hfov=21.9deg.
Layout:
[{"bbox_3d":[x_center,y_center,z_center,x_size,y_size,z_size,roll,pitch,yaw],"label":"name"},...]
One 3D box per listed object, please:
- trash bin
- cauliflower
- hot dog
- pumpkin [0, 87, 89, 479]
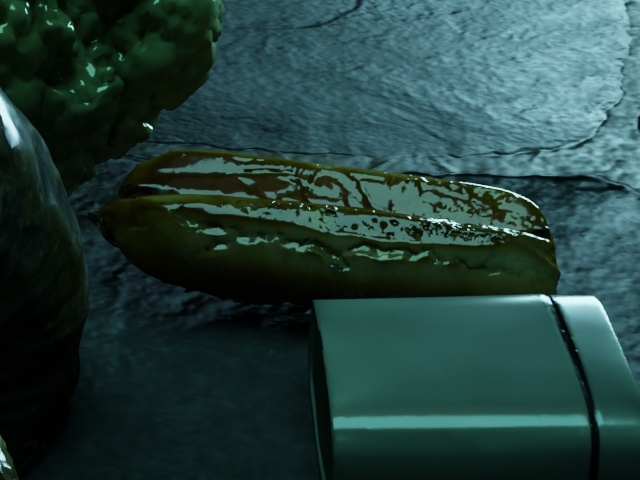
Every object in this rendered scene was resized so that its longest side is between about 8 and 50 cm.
[{"bbox_3d":[0.063,0.069,0.707,0.130,0.059,0.116,0,29,-5],"label":"trash bin"},{"bbox_3d":[-0.216,-0.148,0.848,0.327,0.260,0.281,13,29,-28],"label":"cauliflower"},{"bbox_3d":[0.000,0.000,0.813,0.235,0.062,0.092,8,31,2],"label":"hot dog"},{"bbox_3d":[-0.205,0.020,0.600,0.242,0.232,0.325,16,36,15],"label":"pumpkin"}]
